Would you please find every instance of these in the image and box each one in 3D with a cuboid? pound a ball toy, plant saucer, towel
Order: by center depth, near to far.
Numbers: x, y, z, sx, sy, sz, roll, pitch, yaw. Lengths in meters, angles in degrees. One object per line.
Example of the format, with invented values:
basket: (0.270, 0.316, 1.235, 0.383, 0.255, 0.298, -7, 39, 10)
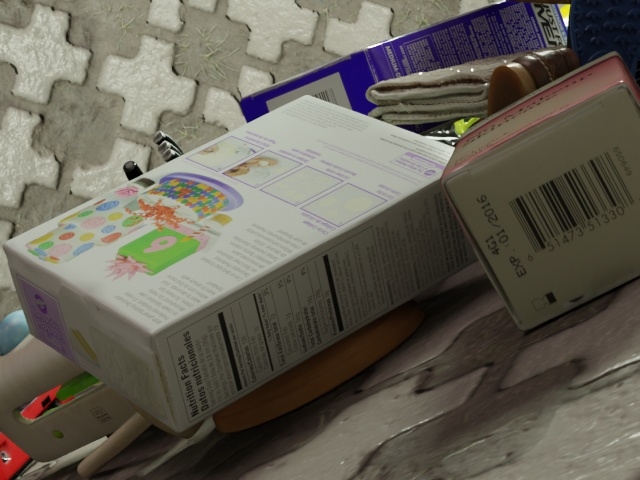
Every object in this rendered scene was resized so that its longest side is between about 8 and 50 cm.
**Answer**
plant saucer: (-0.008, 0.096, 1.453, 0.200, 0.037, 0.200, -30, 6, 3)
pound a ball toy: (-0.208, 0.110, 1.593, 0.319, 0.136, 0.208, -28, 22, 43)
towel: (0.195, -0.154, 1.623, 0.282, 0.049, 0.187, -16, 11, -41)

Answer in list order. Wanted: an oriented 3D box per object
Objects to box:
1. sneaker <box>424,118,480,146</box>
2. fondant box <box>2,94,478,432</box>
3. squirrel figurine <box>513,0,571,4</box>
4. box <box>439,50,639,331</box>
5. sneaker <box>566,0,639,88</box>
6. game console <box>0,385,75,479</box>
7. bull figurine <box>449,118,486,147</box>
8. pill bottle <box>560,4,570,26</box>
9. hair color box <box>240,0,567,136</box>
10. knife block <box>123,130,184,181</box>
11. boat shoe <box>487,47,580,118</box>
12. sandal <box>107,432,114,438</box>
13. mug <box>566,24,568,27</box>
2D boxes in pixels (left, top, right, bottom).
sneaker: (0.120, -0.088, 2.113, 0.385, 0.145, 0.147, -34, -24, -20)
fondant box: (-0.058, 0.005, 1.430, 0.330, 0.096, 0.238, -27, 32, -29)
squirrel figurine: (0.323, -0.377, 1.698, 0.281, 0.397, 0.370, -49, 3, -33)
box: (0.186, -0.044, 1.272, 0.149, 0.127, 0.232, -28, 6, 12)
sneaker: (0.244, -0.146, 1.488, 0.081, 0.232, 0.090, 7, -4, -1)
game console: (-0.454, 0.279, 1.923, 0.342, 0.060, 0.386, -28, 6, 12)
bull figurine: (0.180, -0.071, 1.680, 0.188, 0.101, 0.310, -35, 5, -17)
pill bottle: (0.392, -0.292, 2.440, 0.215, 0.117, 0.117, -31, 6, -16)
hair color box: (0.100, -0.166, 1.813, 0.185, 0.110, 0.339, -17, 4, 43)
knife block: (-0.165, -0.025, 2.216, 0.088, 0.242, 0.275, -29, 6, -1)
boat shoe: (0.177, -0.071, 1.463, 0.073, 0.073, 0.207, -24, -37, -29)
sandal: (-0.149, 0.146, 1.675, 0.179, 0.040, 0.067, -26, 7, 32)
mug: (0.350, -0.237, 2.269, 0.158, 0.097, 0.129, -31, 7, -12)
